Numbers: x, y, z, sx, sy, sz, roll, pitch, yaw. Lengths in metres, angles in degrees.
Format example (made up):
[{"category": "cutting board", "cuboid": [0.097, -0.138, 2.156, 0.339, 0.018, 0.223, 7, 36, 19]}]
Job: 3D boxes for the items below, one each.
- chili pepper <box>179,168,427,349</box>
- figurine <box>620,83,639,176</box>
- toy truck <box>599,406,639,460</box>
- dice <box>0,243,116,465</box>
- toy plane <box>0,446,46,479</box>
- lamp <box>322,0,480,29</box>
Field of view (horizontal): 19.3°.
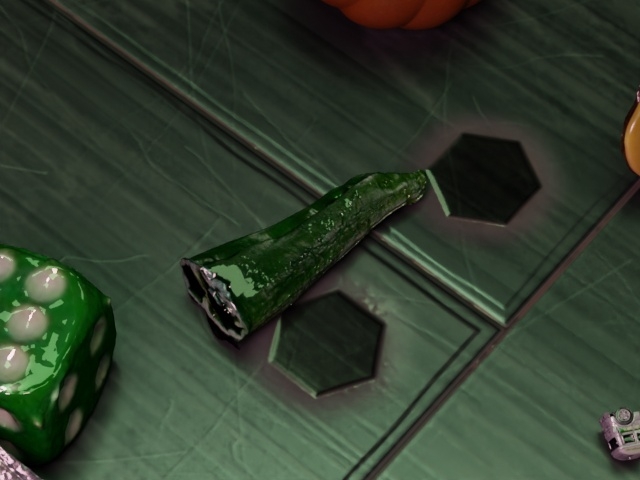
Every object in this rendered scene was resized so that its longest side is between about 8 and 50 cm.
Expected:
[{"category": "chili pepper", "cuboid": [0.000, 0.000, 1.537, 0.227, 0.059, 0.088, -30, 69, -22]}, {"category": "figurine", "cuboid": [0.391, -0.063, 1.484, 0.181, 0.208, 0.257, 8, 16, -42]}, {"category": "toy truck", "cuboid": [0.262, 0.147, 1.458, 0.083, 0.039, 0.044, -10, 74, -8]}, {"category": "dice", "cuboid": [-0.237, 0.086, 1.440, 0.131, 0.120, 0.128, 21, 60, 10]}, {"category": "toy plane", "cuboid": [-0.183, 0.248, 1.356, 0.316, 0.103, 0.204, 16, 89, 6]}, {"category": "lamp", "cuboid": [0.070, -0.291, 1.624, 0.223, 0.196, 0.223, 0, 91, -23]}]
